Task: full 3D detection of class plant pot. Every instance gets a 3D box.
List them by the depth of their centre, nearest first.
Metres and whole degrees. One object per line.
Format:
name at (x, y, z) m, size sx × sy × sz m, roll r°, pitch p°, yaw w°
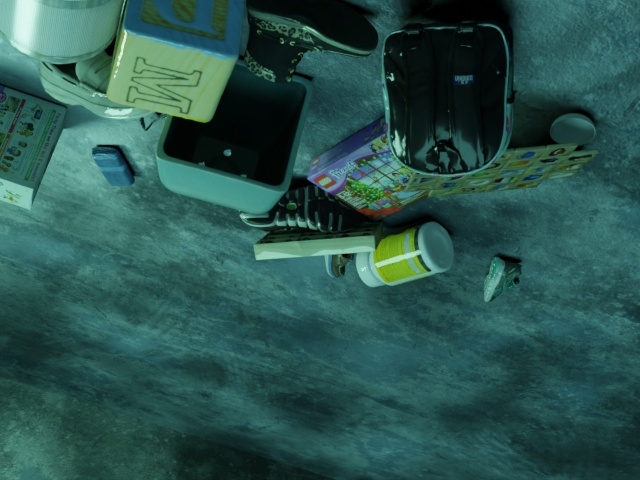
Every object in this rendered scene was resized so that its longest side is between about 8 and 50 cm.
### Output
plant pot at (-0.178, -0.181, 1.874) m, size 0.248 × 0.247 × 0.252 m, roll 15°, pitch 157°, yaw -6°

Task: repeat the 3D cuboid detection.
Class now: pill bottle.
pill bottle at (0.191, 0.038, 2.211) m, size 0.209 × 0.119 × 0.119 m, roll -19°, pitch 138°, yaw 39°

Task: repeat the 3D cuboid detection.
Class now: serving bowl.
serving bowl at (0.474, -0.212, 1.803) m, size 0.083 × 0.027 × 0.083 m, roll 8°, pitch 148°, yaw 5°

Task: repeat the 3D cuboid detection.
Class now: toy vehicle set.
toy vehicle set at (0.000, 0.000, 2.146) m, size 0.267 × 0.035 × 0.166 m, roll -5°, pitch -170°, yaw 10°

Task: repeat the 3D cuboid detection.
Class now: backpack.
backpack at (0.220, -0.238, 1.629) m, size 0.225 × 0.253 × 0.191 m, roll 0°, pitch -171°, yaw 17°

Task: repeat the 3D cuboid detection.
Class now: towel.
towel at (-0.468, -0.169, 2.176) m, size 0.067 × 0.029 × 0.119 m, roll 2°, pitch 147°, yaw 15°

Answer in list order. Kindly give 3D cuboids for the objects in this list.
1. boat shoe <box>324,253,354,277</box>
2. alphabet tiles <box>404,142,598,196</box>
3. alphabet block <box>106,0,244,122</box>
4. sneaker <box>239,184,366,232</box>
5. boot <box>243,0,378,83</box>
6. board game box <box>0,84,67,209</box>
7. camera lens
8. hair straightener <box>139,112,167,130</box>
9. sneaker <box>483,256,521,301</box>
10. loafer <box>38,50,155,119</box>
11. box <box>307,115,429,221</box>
boat shoe at (0.046, 0.032, 2.299) m, size 0.066 × 0.066 × 0.183 m, roll 2°, pitch 147°, yaw 13°
alphabet tiles at (0.340, -0.133, 1.845) m, size 0.343 × 0.011 × 0.285 m, roll -5°, pitch 168°, yaw -3°
alphabet block at (-0.248, -0.346, 1.649) m, size 0.194 × 0.192 × 0.197 m, roll 13°, pitch 148°, yaw -15°
sneaker at (-0.044, -0.066, 2.168) m, size 0.282 × 0.106 × 0.162 m, roll 4°, pitch 173°, yaw -6°
boot at (-0.025, -0.345, 1.700) m, size 0.237 × 0.085 × 0.178 m, roll 19°, pitch 151°, yaw -1°
board game box at (-0.709, -0.220, 1.987) m, size 0.304 × 0.224 × 0.097 m, roll 19°, pitch 147°, yaw -11°
camera lens at (-0.419, -0.436, 1.546) m, size 0.220 × 0.219 × 0.274 m, roll 18°, pitch 148°, yaw -11°
hair straightener at (-0.335, -0.289, 1.920) m, size 0.089 × 0.047 × 0.230 m, roll 13°, pitch 147°, yaw -2°
sneaker at (0.435, 0.101, 2.291) m, size 0.076 × 0.064 × 0.166 m, roll 7°, pitch 150°, yaw 0°
loafer at (-0.418, -0.305, 1.808) m, size 0.320 × 0.112 × 0.111 m, roll 15°, pitch 138°, yaw 31°
box at (0.142, -0.151, 1.980) m, size 0.201 × 0.057 × 0.293 m, roll 31°, pitch 144°, yaw -27°
